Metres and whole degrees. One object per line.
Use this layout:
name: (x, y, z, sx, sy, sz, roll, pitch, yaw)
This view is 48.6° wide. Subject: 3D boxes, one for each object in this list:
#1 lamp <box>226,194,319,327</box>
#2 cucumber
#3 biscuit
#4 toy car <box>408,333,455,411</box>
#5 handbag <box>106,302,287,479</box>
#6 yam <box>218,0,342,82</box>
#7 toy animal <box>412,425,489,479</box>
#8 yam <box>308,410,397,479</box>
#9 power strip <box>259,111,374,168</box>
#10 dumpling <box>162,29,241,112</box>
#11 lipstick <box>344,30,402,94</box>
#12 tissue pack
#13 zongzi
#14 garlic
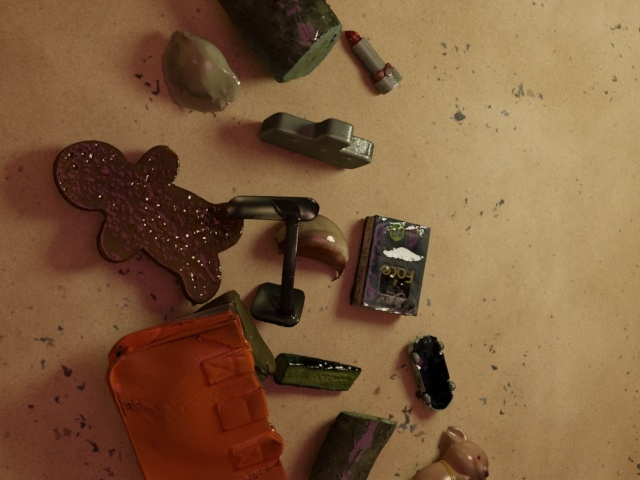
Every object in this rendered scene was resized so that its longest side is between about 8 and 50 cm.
lamp: (-0.123, 0.043, 1.582, 0.203, 0.124, 0.284, 10, 117, 6)
cucumber: (-0.008, 0.313, 1.708, 0.211, 0.062, 0.078, 11, 118, -31)
biscuit: (-0.374, -0.065, 1.533, 0.431, 0.064, 0.283, 31, 70, -23)
toy car: (0.288, 0.346, 1.847, 0.095, 0.056, 0.205, -21, 101, -25)
handbag: (-0.255, 0.365, 1.489, 0.303, 0.116, 0.411, -17, 106, -9)
yam: (-0.091, -0.524, 1.611, 0.271, 0.201, 0.202, 46, 31, -3)
toy animal: (0.333, 0.621, 1.816, 0.248, 0.149, 0.165, -33, 119, -30)
yam: (0.069, 0.516, 1.693, 0.154, 0.154, 0.255, 35, 78, -21)
power strip: (0.006, -0.235, 1.650, 0.264, 0.193, 0.059, 15, 80, -24)
dumpling: (-0.277, -0.368, 1.575, 0.155, 0.181, 0.111, -52, 151, 13)
lipstick: (0.126, -0.461, 1.791, 0.186, 0.057, 0.063, 48, 71, -14)
tissue pack: (0.179, 0.065, 1.792, 0.173, 0.073, 0.236, 14, 82, -24)
zongzi: (-0.246, 0.261, 1.574, 0.256, 0.115, 0.228, -31, 112, -9)
garlic: (0.003, 0.003, 1.688, 0.206, 0.115, 0.128, 28, 71, -25)
